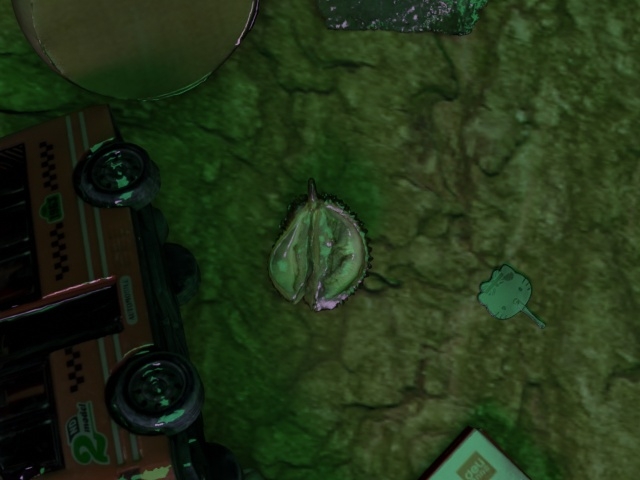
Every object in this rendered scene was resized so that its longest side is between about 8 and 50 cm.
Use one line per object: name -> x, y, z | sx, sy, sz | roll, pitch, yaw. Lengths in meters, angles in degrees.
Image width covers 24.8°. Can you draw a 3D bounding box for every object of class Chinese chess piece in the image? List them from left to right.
Chinese chess piece -> -0.180, -0.258, 1.433 | 0.250, 0.103, 0.249 | -12, 128, -16

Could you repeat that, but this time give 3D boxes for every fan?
fan -> 0.209, 0.067, 1.560 | 0.083, 0.004, 0.056 | 43, 85, -3

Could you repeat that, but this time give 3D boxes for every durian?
durian -> -0.003, 0.000, 1.512 | 0.111, 0.071, 0.140 | -5, 101, 0

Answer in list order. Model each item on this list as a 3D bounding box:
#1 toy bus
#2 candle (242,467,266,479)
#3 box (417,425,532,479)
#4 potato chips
toy bus -> -0.223, 0.096, 1.335 | 0.233, 0.203, 0.426 | -15, 53, 0
candle -> -0.096, 0.354, 1.416 | 0.221, 0.221, 0.342 | -37, 89, -5
box -> 0.125, 0.315, 1.519 | 0.123, 0.050, 0.229 | 44, 85, -1
potato chips -> 0.108, -0.288, 1.542 | 0.228, 0.059, 0.167 | -44, 101, -5
